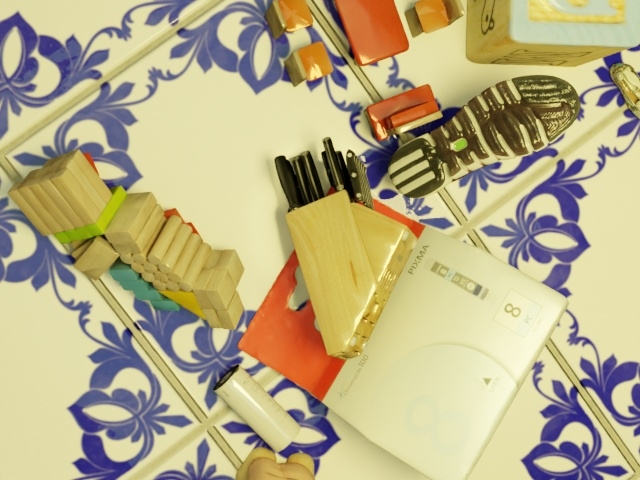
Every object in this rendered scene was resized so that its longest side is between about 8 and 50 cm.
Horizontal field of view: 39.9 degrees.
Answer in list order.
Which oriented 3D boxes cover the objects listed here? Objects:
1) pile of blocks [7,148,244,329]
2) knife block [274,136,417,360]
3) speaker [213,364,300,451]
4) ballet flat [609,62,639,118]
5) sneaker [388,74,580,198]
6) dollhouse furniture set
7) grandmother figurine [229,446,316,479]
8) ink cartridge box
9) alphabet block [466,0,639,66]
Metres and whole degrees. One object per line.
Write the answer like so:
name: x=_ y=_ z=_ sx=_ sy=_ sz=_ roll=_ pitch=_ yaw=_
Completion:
pile of blocks: x=-0.259 y=-0.004 z=1.263 sx=0.362 sy=0.149 sz=0.112 roll=38 pitch=44 yaw=-17
knife block: x=0.000 y=0.000 z=1.253 sx=0.242 sy=0.088 sz=0.275 roll=25 pitch=86 yaw=21
speaker: x=-0.093 y=0.250 z=1.310 sx=0.055 sy=0.055 sz=0.136 roll=-45 pitch=98 yaw=-4
ballet flat: x=0.496 y=-0.230 z=1.380 sx=0.041 sy=0.041 sz=0.114 roll=-40 pitch=98 yaw=-5
sneaker: x=0.239 y=-0.155 z=1.276 sx=0.281 sy=0.162 sz=0.106 roll=-23 pitch=90 yaw=21
dollhouse furniture set: x=0.086 y=-0.282 z=1.269 sx=0.262 sy=0.135 sz=0.259 roll=-22 pitch=96 yaw=-7
grandmother figurine: x=-0.029 y=0.368 z=1.180 sx=0.208 sy=0.342 sz=0.104 roll=2 pitch=92 yaw=-8
ink cartridge box: x=0.107 y=0.122 z=1.260 sx=0.385 sy=0.091 sz=0.308 roll=30 pitch=88 yaw=10
alphabet block: x=0.332 y=-0.359 z=1.271 sx=0.193 sy=0.197 sz=0.192 roll=2 pitch=92 yaw=-9
